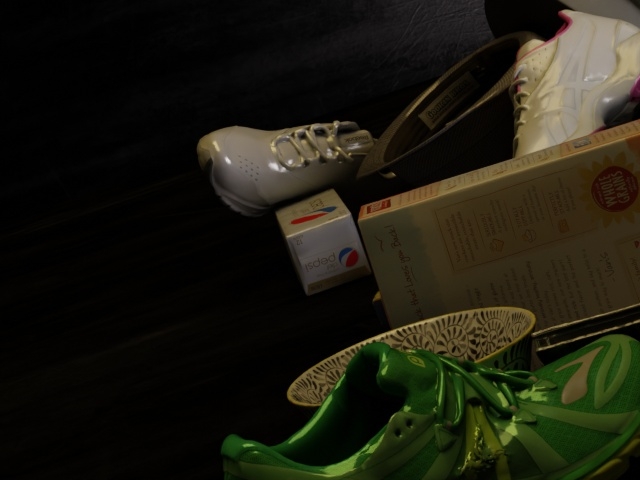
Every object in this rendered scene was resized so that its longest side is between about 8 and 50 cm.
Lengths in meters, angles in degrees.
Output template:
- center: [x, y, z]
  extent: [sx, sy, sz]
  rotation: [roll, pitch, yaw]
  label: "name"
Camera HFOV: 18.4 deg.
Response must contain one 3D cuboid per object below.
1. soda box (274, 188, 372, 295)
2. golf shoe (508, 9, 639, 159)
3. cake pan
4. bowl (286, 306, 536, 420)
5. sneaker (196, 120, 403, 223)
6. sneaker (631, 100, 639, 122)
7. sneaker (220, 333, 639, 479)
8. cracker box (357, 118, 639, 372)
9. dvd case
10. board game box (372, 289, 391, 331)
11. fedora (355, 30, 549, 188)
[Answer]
- center: [0.000, 0.000, 2.087]
  extent: [0.074, 0.069, 0.216]
  rotation: [-20, 9, -2]
  label: "soda box"
- center: [0.231, -0.118, 1.956]
  extent: [0.140, 0.115, 0.306]
  rotation: [29, 52, 18]
  label: "golf shoe"
- center: [0.294, -0.208, 2.172]
  extent: [0.054, 0.293, 0.293]
  rotation: [-48, 18, -14]
  label: "cake pan"
- center: [0.070, 0.110, 1.294]
  extent: [0.170, 0.080, 0.170]
  rotation: [-17, 9, 3]
  label: "bowl"
- center: [-0.016, -0.094, 2.219]
  extent: [0.297, 0.111, 0.129]
  rotation: [1, -27, -47]
  label: "sneaker"
- center: [0.372, -0.115, 1.938]
  extent: [0.135, 0.097, 0.276]
  rotation: [-33, -7, 20]
  label: "sneaker"
- center: [0.076, 0.110, 1.149]
  extent: [0.295, 0.123, 0.109]
  rotation: [-21, 10, -23]
  label: "sneaker"
- center: [0.159, 0.018, 1.419]
  extent: [0.232, 0.155, 0.067]
  rotation: [-17, 10, 6]
  label: "cracker box"
- center: [0.253, 0.049, 1.290]
  extent: [0.221, 0.018, 0.164]
  rotation: [-16, -16, 8]
  label: "dvd case"
- center: [0.156, 0.027, 1.669]
  extent: [0.194, 0.060, 0.194]
  rotation: [-16, 9, 14]
  label: "board game box"
- center: [0.171, -0.108, 2.130]
  extent: [0.244, 0.124, 0.275]
  rotation: [-33, 13, 28]
  label: "fedora"
